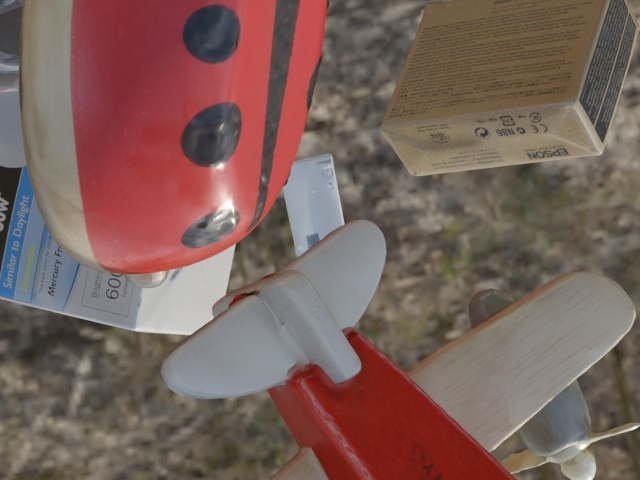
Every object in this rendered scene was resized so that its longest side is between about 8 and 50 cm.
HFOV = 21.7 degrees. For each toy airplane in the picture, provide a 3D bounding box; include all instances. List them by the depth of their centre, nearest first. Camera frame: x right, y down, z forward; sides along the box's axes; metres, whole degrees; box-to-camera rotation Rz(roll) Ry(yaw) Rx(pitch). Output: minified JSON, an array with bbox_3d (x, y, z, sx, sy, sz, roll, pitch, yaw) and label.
[{"bbox_3d":[0.047,0.184,1.200,0.386,0.384,0.272,6,153,-7],"label":"toy airplane"}]

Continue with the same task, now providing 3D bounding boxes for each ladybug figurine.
[{"bbox_3d":[-0.099,-0.161,1.293,0.161,0.449,0.305,19,-150,22],"label":"ladybug figurine"}]

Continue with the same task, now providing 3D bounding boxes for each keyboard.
[{"bbox_3d":[0.000,0.000,2.260,0.072,0.014,0.256,-10,122,1],"label":"keyboard"}]

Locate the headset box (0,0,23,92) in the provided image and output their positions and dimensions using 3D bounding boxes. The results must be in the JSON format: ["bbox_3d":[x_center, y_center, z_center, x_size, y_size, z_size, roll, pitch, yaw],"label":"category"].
[{"bbox_3d":[-0.283,-0.262,1.606,0.218,0.110,0.293,-8,141,-20],"label":"headset box"}]

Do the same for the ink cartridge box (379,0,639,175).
[{"bbox_3d":[0.203,-0.175,1.776,0.234,0.193,0.088,-5,138,36],"label":"ink cartridge box"}]

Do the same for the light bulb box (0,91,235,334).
[{"bbox_3d":[-0.296,-0.087,2.102,0.361,0.358,0.225,11,179,24],"label":"light bulb box"}]
